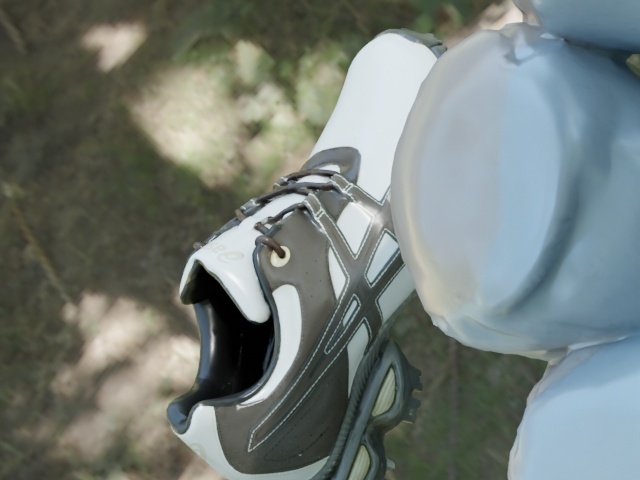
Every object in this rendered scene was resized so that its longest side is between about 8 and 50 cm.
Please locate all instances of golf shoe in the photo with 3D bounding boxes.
[{"bbox_3d":[0.000,0.000,0.674,0.077,0.094,0.198,-11,60,51],"label":"golf shoe"}]

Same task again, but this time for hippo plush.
[{"bbox_3d":[0.189,-0.030,0.450,0.294,0.236,0.234,-13,84,39],"label":"hippo plush"}]
